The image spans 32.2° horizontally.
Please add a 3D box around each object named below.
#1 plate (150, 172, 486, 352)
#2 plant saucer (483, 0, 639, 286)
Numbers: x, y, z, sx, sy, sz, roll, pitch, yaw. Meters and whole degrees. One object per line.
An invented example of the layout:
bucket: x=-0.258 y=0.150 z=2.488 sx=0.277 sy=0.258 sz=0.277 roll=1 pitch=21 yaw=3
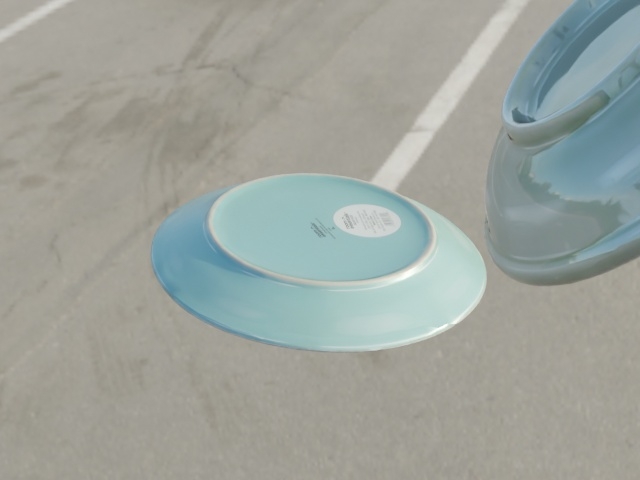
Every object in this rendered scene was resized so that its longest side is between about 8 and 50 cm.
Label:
plate: x=0.000 y=0.000 z=0.616 sx=0.188 sy=0.024 sz=0.188 roll=3 pitch=29 yaw=-2
plant saucer: x=0.264 y=-0.145 z=0.958 sx=0.400 sy=0.100 sz=0.400 roll=-46 pitch=16 yaw=17
